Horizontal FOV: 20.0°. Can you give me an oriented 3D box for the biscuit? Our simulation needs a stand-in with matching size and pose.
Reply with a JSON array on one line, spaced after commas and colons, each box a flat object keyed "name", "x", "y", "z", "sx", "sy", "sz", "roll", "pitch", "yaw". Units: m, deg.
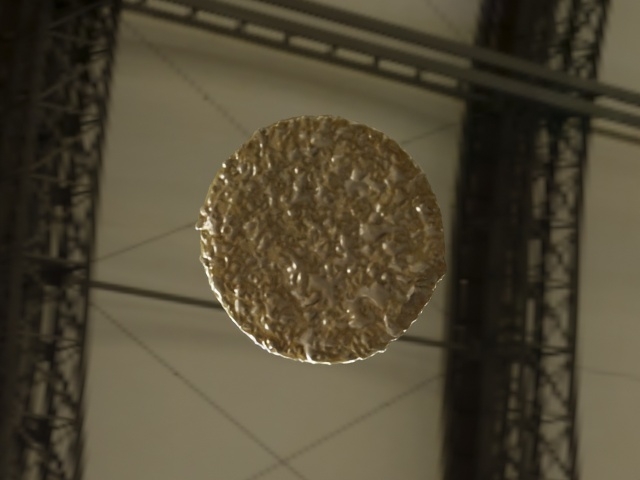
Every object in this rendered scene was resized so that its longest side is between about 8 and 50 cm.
[{"name": "biscuit", "x": 0.000, "y": 0.000, "z": 0.846, "sx": 0.120, "sy": 0.015, "sz": 0.120, "roll": 2, "pitch": -80, "yaw": 10}]
